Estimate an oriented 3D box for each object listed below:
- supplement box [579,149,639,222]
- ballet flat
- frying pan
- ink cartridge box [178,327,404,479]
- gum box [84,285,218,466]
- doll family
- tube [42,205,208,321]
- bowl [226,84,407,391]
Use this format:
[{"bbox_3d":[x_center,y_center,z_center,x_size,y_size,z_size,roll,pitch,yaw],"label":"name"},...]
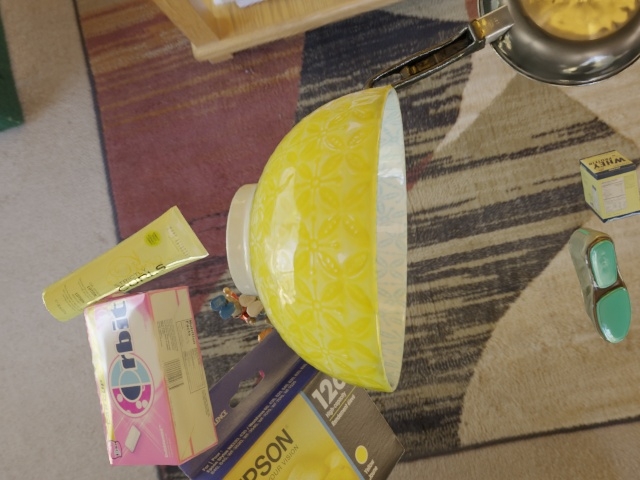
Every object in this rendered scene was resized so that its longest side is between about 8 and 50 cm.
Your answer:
[{"bbox_3d":[0.456,-0.086,0.841,0.056,0.083,0.083,-15,113,13],"label":"supplement box"},{"bbox_3d":[0.462,0.071,0.884,0.072,0.068,0.213,-25,113,-3],"label":"ballet flat"},{"bbox_3d":[0.208,-0.264,0.579,0.326,0.053,0.197,0,85,6],"label":"frying pan"},{"bbox_3d":[-0.034,0.314,0.815,0.072,0.303,0.307,-22,104,47],"label":"ink cartridge box"},{"bbox_3d":[-0.190,0.143,0.588,0.107,0.062,0.189,-14,85,29],"label":"gum box"},{"bbox_3d":[-0.086,0.174,1.054,0.118,0.163,0.263,-39,76,5],"label":"doll family"},{"bbox_3d":[-0.297,0.040,0.803,0.240,0.070,0.062,-28,66,1],"label":"tube"},{"bbox_3d":[0.000,0.000,0.532,0.155,0.289,0.290,-1,87,14],"label":"bowl"}]
